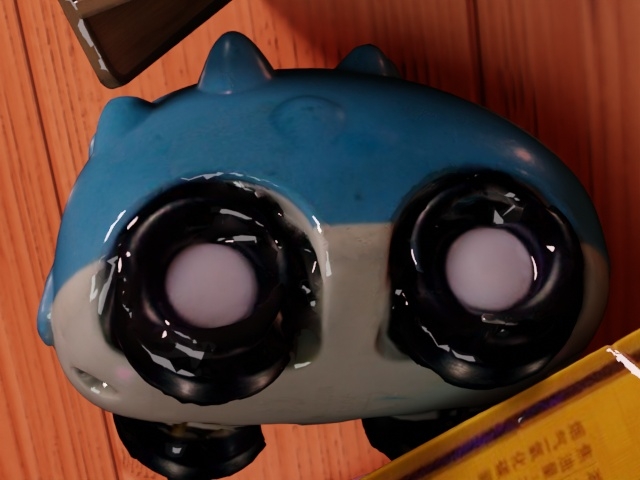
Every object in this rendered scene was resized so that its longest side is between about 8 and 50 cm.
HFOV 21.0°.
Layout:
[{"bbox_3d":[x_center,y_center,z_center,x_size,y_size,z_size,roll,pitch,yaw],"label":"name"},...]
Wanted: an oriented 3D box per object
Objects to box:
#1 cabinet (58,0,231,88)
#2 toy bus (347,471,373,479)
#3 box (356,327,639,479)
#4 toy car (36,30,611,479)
[{"bbox_3d":[-0.042,-0.201,0.706,0.174,0.148,0.215,-15,110,32],"label":"cabinet"},{"bbox_3d":[-0.015,0.198,0.988,0.203,0.063,0.090,-26,105,36],"label":"toy bus"},{"bbox_3d":[0.149,0.109,0.768,0.301,0.193,0.084,-35,63,37],"label":"box"},{"bbox_3d":[0.000,0.000,0.787,0.255,0.190,0.188,-2,157,-5],"label":"toy car"}]
